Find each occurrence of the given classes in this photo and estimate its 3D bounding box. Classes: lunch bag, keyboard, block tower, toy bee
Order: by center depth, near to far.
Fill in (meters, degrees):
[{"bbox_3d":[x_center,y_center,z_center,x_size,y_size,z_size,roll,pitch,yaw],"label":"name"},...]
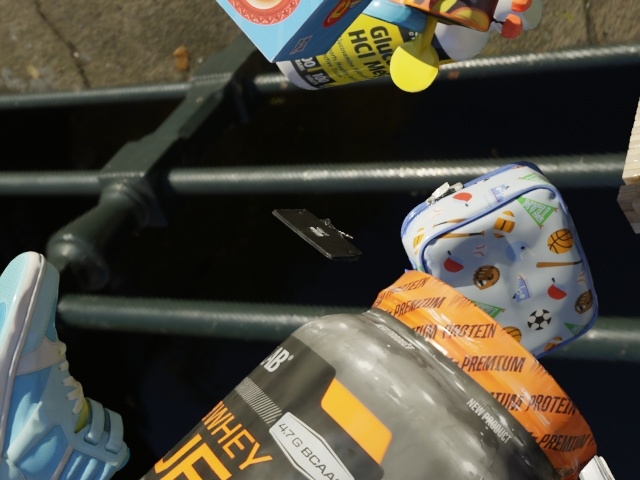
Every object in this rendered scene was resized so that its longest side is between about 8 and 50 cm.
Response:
[{"bbox_3d":[0.119,-0.233,0.972,0.162,0.298,0.195,21,123,3],"label":"toy bee"},{"bbox_3d":[0.251,0.044,1.411,0.243,0.115,0.303,-26,120,3],"label":"lunch bag"},{"bbox_3d":[0.000,0.000,1.667,0.192,0.100,0.038,40,123,47],"label":"keyboard"},{"bbox_3d":[0.592,-0.160,1.698,0.091,0.335,0.097,-7,136,38],"label":"block tower"}]

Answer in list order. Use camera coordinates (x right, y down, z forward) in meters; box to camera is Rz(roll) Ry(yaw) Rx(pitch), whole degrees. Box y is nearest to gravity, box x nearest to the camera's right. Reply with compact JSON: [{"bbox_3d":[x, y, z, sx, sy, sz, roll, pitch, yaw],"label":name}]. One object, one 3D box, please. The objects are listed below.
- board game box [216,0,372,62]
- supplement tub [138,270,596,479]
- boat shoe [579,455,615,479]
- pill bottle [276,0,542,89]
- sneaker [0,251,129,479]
[{"bbox_3d":[-0.018,-0.330,0.630,0.308,0.086,0.302,49,119,6],"label":"board game box"},{"bbox_3d":[-0.009,0.190,0.591,0.207,0.338,0.207,45,170,10],"label":"supplement tub"},{"bbox_3d":[0.397,0.349,1.244,0.075,0.083,0.226,-29,105,5],"label":"boat shoe"},{"bbox_3d":[0.106,-0.313,1.282,0.333,0.188,0.188,-7,124,29],"label":"pill bottle"},{"bbox_3d":[-0.319,0.182,1.211,0.208,0.319,0.127,13,-177,-29],"label":"sneaker"}]
